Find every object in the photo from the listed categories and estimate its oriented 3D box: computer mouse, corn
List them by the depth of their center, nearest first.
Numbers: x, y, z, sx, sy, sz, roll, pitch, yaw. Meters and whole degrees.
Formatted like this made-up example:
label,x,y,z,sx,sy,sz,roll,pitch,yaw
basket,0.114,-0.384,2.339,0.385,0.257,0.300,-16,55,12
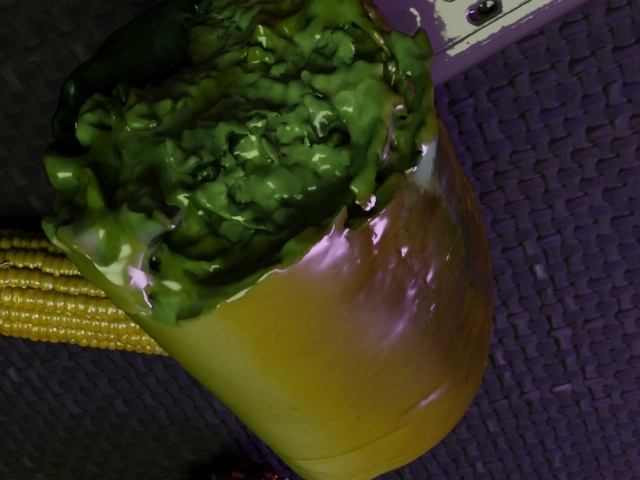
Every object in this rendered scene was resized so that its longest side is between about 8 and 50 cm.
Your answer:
label,x,y,z,sx,sy,sz,roll,pitch,yaw
computer mouse,0.110,-0.183,0.620,0.232,0.057,0.120,-29,115,21
corn,-0.177,0.046,0.798,0.244,0.093,0.093,7,129,-5

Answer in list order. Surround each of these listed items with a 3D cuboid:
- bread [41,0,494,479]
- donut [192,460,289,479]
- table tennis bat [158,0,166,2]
label,x,y,z,sx,sy,sz,roll,pitch,yaw
bread,0.000,0.000,0.618,0.208,0.251,0.376,-14,144,11
donut,-0.094,0.350,0.945,0.103,0.269,0.270,27,126,-32
table tennis bat,-0.075,-0.182,0.647,0.124,0.033,0.201,-3,125,0
